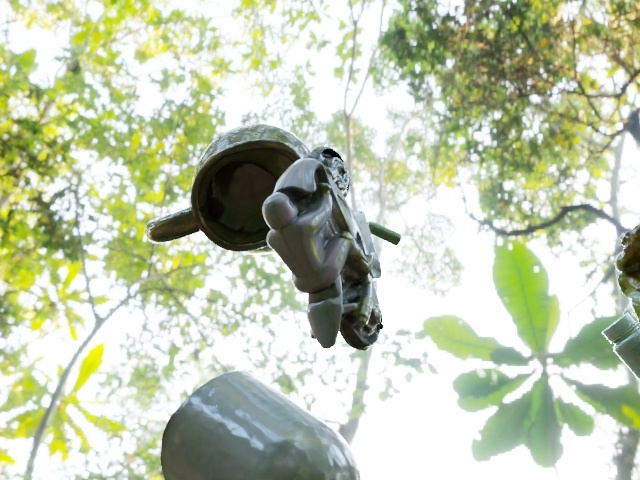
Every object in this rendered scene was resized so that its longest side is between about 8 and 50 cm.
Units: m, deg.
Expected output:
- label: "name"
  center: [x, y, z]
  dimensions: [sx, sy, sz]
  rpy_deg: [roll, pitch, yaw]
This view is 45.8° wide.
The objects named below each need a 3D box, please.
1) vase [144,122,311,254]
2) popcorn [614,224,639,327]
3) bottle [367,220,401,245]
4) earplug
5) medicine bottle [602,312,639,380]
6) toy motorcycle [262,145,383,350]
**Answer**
- label: "vase"
  center: [-0.159, -0.068, 1.345]
  dimensions: [0.329, 0.302, 0.241]
  rpy_deg: [-22, -82, 7]
- label: "popcorn"
  center: [0.540, 0.059, 1.101]
  dimensions: [0.204, 0.221, 0.183]
  rpy_deg: [-14, -28, 38]
- label: "bottle"
  center: [0.142, -0.017, 1.719]
  dimensions: [0.083, 0.030, 0.030]
  rpy_deg: [24, -41, -11]
- label: "earplug"
  center: [-0.105, 0.488, 1.582]
  dimensions: [0.394, 0.312, 0.312]
  rpy_deg: [22, -24, 43]
- label: "medicine bottle"
  center: [0.381, 0.130, 0.904]
  dimensions: [0.083, 0.047, 0.047]
  rpy_deg: [53, -40, 15]
- label: "toy motorcycle"
  center: [0.000, 0.000, 0.759]
  dimensions: [0.073, 0.225, 0.152]
  rpy_deg: [-21, -18, 32]
